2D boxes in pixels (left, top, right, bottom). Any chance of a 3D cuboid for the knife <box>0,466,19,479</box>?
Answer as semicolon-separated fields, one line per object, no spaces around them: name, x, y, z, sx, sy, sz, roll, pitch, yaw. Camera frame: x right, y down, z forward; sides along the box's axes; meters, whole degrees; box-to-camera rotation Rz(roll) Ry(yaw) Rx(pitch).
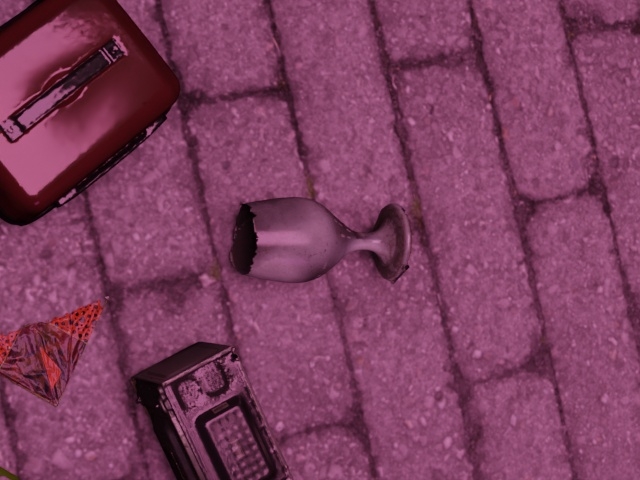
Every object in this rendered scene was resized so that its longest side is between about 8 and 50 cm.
knife;-0.464;0.282;1.787;0.166;0.022;0.078;39;77;-13

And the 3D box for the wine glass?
wine glass;0.000;0.000;1.951;0.241;0.126;0.126;2;84;-25

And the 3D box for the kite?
kite;-0.372;0.165;1.843;0.222;0.008;0.125;-17;91;-23

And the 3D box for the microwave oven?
microwave oven;-0.152;0.254;1.842;0.129;0.163;0.205;-27;98;-20

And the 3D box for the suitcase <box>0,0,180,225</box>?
suitcase;-0.355;-0.183;1.805;0.297;0.161;0.236;-43;102;-21
